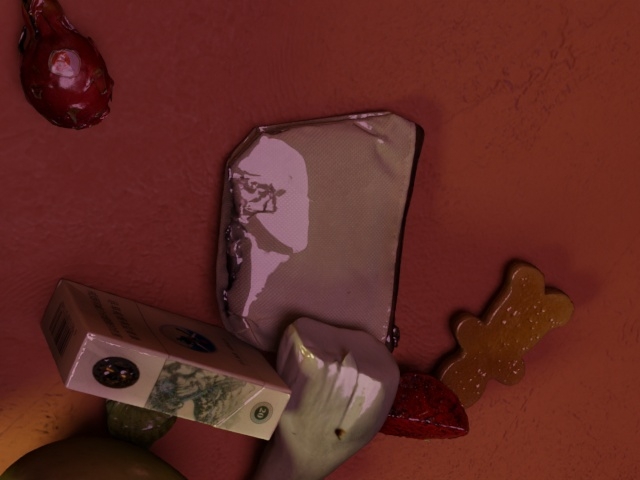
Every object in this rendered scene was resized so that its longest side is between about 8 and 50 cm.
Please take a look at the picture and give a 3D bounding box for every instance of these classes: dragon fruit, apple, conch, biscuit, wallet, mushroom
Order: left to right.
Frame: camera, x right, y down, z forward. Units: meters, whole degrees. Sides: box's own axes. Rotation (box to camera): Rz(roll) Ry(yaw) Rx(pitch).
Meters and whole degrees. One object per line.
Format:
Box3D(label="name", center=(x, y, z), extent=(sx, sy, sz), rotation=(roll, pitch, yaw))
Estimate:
Box3D(label="dragon fruit", center=(-0.276, -0.197, 1.041), extent=(0.094, 0.094, 0.190), rotation=(-26, 114, -12))
Box3D(label="apple", center=(-0.276, 0.373, 1.189), extent=(0.258, 0.233, 0.295), rotation=(11, 95, -41))
Box3D(label="conch", center=(-0.222, 0.215, 1.253), extent=(0.089, 0.074, 0.121), rotation=(10, 129, -12))
Box3D(label="mushroom", center=(-0.017, 0.243, 1.292), extent=(0.159, 0.122, 0.328), rotation=(26, 122, 2))
Box3D(label="wallet", center=(0.003, 0.001, 1.261), extent=(0.275, 0.068, 0.335), rotation=(0, 104, -28))
Box3D(label="dragon fruit", center=(0.119, 0.228, 1.397), extent=(0.162, 0.083, 0.106), rotation=(7, 154, -2))
Box3D(label="biscuit", center=(0.247, 0.141, 1.438), extent=(0.240, 0.035, 0.158), rotation=(-46, 119, -1))

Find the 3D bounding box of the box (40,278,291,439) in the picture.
Box3D(label="box", center=(-0.180, 0.137, 1.172), extent=(0.257, 0.164, 0.069), rotation=(21, 99, -29))
